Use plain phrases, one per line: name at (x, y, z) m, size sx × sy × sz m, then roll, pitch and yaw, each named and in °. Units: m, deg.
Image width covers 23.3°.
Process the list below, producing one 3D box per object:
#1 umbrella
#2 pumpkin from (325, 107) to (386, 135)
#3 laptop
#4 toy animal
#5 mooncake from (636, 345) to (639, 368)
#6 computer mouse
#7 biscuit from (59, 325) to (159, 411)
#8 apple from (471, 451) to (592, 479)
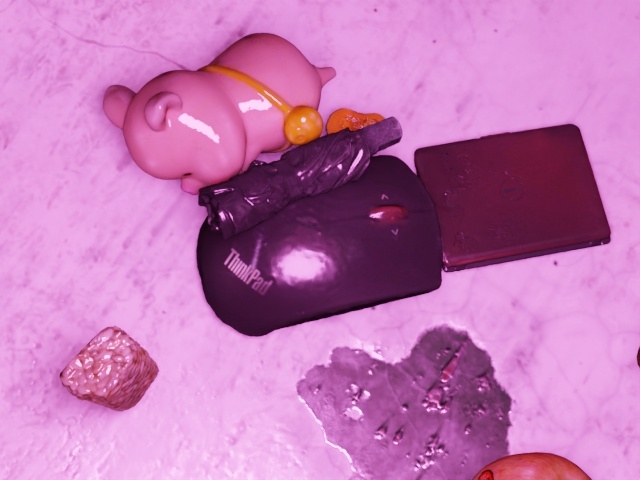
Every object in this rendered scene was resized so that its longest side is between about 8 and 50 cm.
umbrella at (-0.014, -0.071, 1.644) m, size 0.235 × 0.059 × 0.066 m, roll -24°, pitch 76°, yaw -19°
pumpkin at (0.042, -0.121, 1.777) m, size 0.083 × 0.028 × 0.050 m, roll 6°, pitch 72°, yaw -16°
laptop at (0.219, -0.050, 1.785) m, size 0.207 × 0.026 × 0.154 m, roll -10°, pitch 72°, yaw -13°
toy animal at (-0.095, -0.142, 1.698) m, size 0.248 × 0.165 × 0.149 m, roll -20°, pitch 95°, yaw -28°
mooncake at (0.463, 0.063, 1.648) m, size 0.155 × 0.284 × 0.284 m, roll 40°, pitch 70°, yaw 8°
computer mouse at (0.000, 0.000, 1.694) m, size 0.269 × 0.100 × 0.170 m, roll -14°, pitch 76°, yaw -13°
biscuit at (-0.214, 0.133, 1.580) m, size 0.070 × 0.168 × 0.082 m, roll 37°, pitch 82°, yaw 6°
apple at (0.224, 0.288, 1.606) m, size 0.146 × 0.131 × 0.146 m, roll 20°, pitch 47°, yaw -23°
